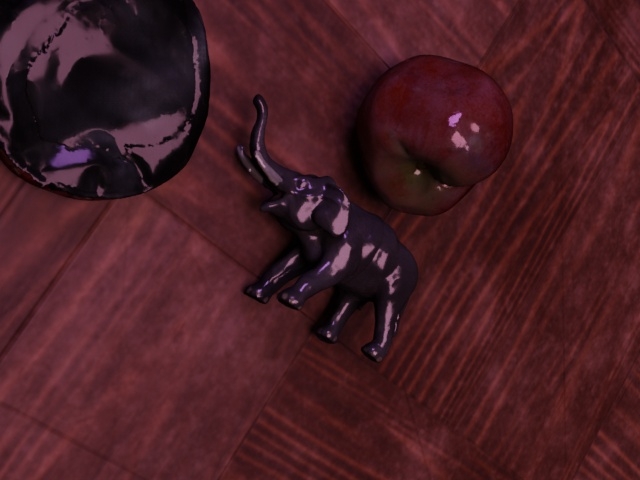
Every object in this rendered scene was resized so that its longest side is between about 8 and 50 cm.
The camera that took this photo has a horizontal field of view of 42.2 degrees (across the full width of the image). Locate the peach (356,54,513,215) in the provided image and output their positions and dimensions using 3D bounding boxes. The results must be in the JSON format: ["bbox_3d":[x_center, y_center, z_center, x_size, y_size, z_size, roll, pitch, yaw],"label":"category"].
[{"bbox_3d":[0.117,-0.106,0.802,0.152,0.152,0.152,-7,103,-33],"label":"peach"}]

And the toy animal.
[{"bbox_3d":[-0.007,0.006,0.772,0.269,0.082,0.137,44,71,-28],"label":"toy animal"}]

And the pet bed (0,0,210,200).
[{"bbox_3d":[-0.174,-0.125,0.648,0.201,0.053,0.201,-6,101,-34],"label":"pet bed"}]
